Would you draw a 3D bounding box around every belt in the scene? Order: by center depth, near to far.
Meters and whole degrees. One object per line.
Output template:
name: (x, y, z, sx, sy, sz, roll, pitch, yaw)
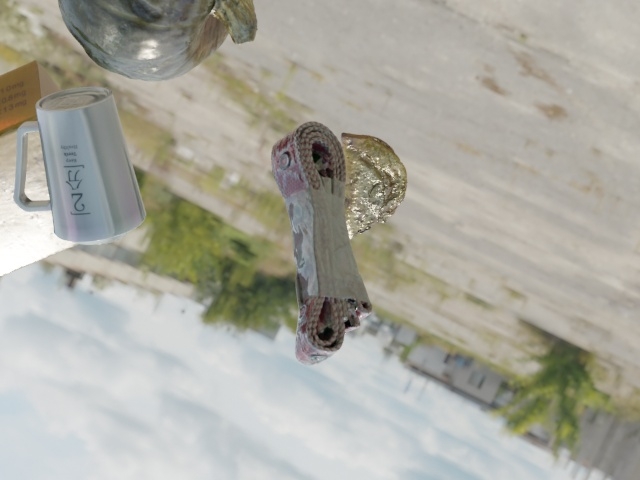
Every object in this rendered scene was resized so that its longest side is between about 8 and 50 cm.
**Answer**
belt: (0.000, 0.000, 1.119, 0.071, 0.232, 0.053, 12, 153, -37)

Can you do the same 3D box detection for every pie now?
pie: (0.059, -0.064, 1.476, 0.092, 0.169, 0.034, 1, -137, -9)

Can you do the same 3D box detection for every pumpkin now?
pumpkin: (-0.130, -0.265, 1.181, 0.189, 0.260, 0.260, 42, 180, 9)

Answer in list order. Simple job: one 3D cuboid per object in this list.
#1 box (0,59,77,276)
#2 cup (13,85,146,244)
box: (-0.502, -0.056, 1.653, 0.264, 0.416, 0.115, 55, -164, -53)
cup: (-0.201, -0.059, 0.969, 0.104, 0.116, 0.074, -3, -155, 12)
